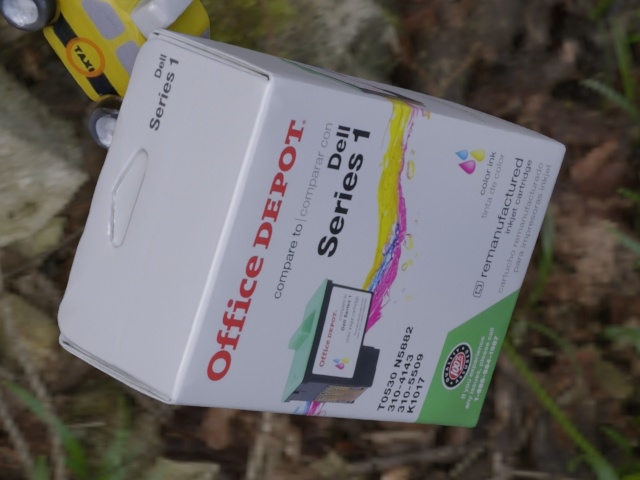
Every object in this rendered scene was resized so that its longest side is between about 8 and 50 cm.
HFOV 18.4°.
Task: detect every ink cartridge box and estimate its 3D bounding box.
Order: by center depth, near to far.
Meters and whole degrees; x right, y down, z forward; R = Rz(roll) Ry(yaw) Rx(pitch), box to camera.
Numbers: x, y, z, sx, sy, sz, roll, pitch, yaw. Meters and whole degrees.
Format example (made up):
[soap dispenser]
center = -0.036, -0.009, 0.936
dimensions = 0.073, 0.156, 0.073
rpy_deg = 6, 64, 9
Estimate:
[ink cartridge box]
center = 0.000, 0.000, 1.221
dimensions = 0.278, 0.117, 0.201
rpy_deg = 9, 101, -46

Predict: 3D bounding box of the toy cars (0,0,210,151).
[toy cars]
center = -0.127, -0.236, 1.229
dimensions = 0.176, 0.087, 0.393
rpy_deg = 8, 67, -49
